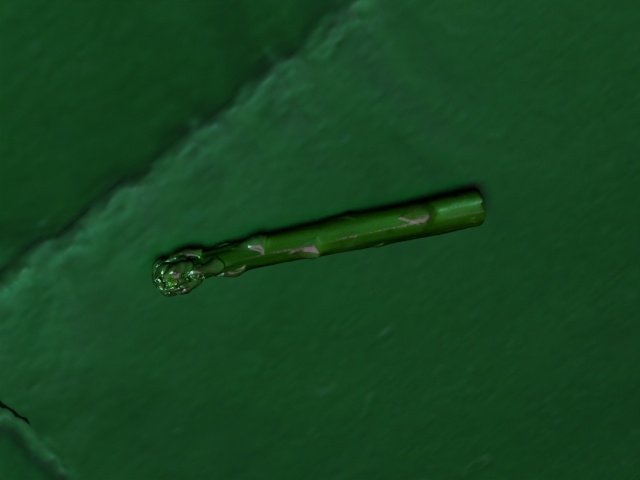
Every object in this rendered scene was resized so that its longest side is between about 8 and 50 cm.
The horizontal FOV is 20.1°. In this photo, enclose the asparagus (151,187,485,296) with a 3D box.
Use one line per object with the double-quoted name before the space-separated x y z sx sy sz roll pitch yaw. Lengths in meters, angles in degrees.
"asparagus" 0.000 0.000 0.629 0.127 0.018 0.015 -13 92 -22
